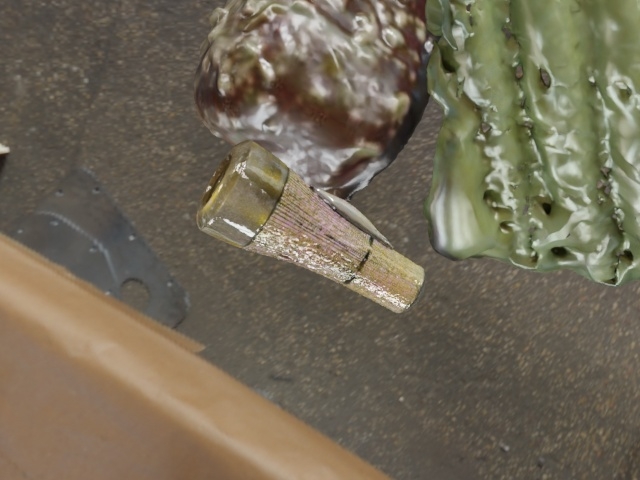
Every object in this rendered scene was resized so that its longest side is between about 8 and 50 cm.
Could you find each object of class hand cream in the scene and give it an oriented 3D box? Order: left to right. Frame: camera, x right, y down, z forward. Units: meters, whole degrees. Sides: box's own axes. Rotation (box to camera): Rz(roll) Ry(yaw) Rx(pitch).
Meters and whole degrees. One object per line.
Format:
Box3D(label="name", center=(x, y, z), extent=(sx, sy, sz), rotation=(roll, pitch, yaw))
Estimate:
Box3D(label="hand cream", center=(0.000, 0.000, 0.831), extent=(0.203, 0.084, 0.084), rotation=(30, 115, -14))

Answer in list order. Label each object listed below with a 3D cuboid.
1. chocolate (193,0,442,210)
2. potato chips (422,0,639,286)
Box3D(label="chocolate", center=(-0.016, -0.214, 1.106), extent=(0.225, 0.210, 0.340), rotation=(-11, 52, 50))
Box3D(label="potato chips", center=(0.252, -0.113, 0.649), extent=(0.373, 0.097, 0.389), rotation=(10, 120, 7))
